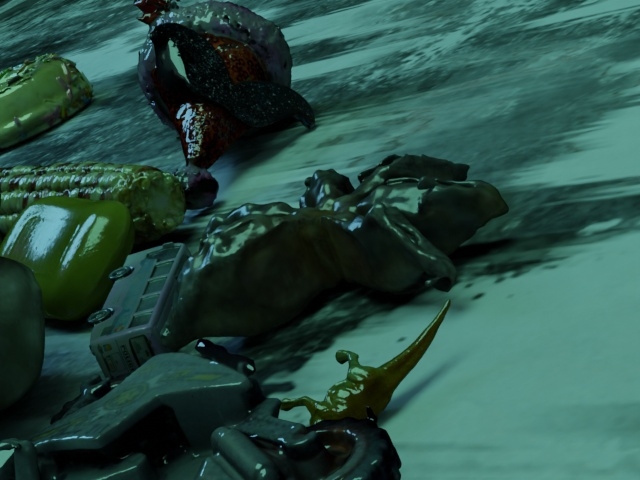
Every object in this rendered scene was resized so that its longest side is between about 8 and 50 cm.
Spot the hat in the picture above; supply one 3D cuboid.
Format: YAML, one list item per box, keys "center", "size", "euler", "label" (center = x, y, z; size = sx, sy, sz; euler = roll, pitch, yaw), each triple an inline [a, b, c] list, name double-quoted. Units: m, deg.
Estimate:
- center: [-0.094, -0.104, 1.200]
  size: [0.129, 0.140, 0.227]
  euler: [-28, 29, 22]
  label: "hat"

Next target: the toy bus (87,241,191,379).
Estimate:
- center: [-0.104, 0.042, 0.926]
  size: [0.052, 0.037, 0.130]
  euler: [-18, 20, 13]
  label: "toy bus"

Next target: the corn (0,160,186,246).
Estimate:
- center: [-0.193, -0.025, 1.155]
  size: [0.237, 0.079, 0.079]
  euler: [-4, 27, 45]
  label: "corn"

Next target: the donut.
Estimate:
- center: [-0.339, -0.154, 1.710]
  size: [0.175, 0.068, 0.174]
  euler: [-23, 19, 8]
  label: "donut"

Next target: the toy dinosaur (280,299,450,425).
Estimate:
- center: [0.019, 0.066, 0.716]
  size: [0.041, 0.026, 0.113]
  euler: [8, 45, 47]
  label: "toy dinosaur"

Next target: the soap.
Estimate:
- center: [-0.175, 0.011, 1.051]
  size: [0.140, 0.045, 0.089]
  euler: [7, 71, 52]
  label: "soap"

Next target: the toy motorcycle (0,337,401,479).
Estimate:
- center: [-0.069, 0.099, 0.661]
  size: [0.122, 0.080, 0.215]
  euler: [-37, 26, -33]
  label: "toy motorcycle"

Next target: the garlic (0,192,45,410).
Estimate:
- center: [-0.271, 0.040, 0.886]
  size: [0.292, 0.210, 0.237]
  euler: [-21, 10, 38]
  label: "garlic"

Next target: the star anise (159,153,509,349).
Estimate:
- center: [0.009, -0.008, 0.879]
  size: [0.208, 0.063, 0.172]
  euler: [-13, 20, 31]
  label: "star anise"
